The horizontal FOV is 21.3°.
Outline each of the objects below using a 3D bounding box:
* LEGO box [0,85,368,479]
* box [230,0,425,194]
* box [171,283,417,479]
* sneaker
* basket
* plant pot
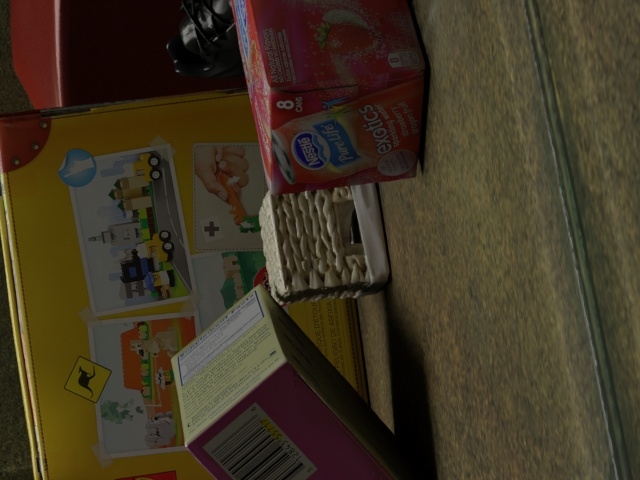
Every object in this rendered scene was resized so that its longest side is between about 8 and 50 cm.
[{"bbox_3d":[-0.153,0.087,1.915,0.193,0.372,0.500,-176,79,-84],"label":"LEGO box"},{"bbox_3d":[-0.002,-0.176,1.344,0.128,0.122,0.257,92,169,-52],"label":"box"},{"bbox_3d":[-0.020,0.182,1.549,0.213,0.117,0.243,49,-176,-16],"label":"box"},{"bbox_3d":[-0.072,-0.234,1.720,0.109,0.130,0.286,69,153,17],"label":"sneaker"},{"bbox_3d":[0.000,0.000,1.637,0.167,0.103,0.113,130,131,-81],"label":"basket"},{"bbox_3d":[-0.248,-0.286,2.134,0.267,0.267,0.236,-123,20,-44],"label":"plant pot"}]
